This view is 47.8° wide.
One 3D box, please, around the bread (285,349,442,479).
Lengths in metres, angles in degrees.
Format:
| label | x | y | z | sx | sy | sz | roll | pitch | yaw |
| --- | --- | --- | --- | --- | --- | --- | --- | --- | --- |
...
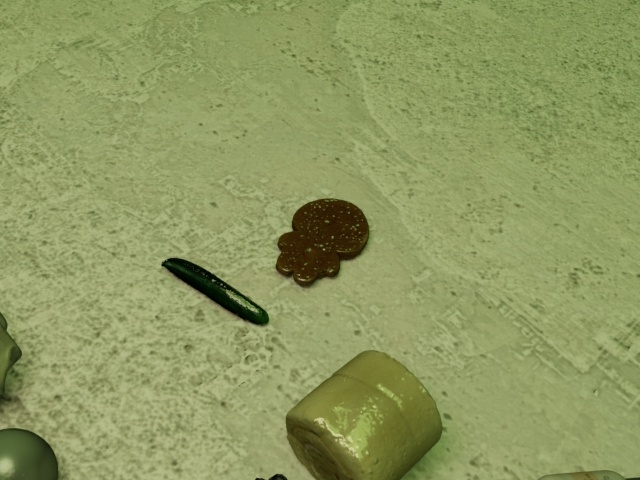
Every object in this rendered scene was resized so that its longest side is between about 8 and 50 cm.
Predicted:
| label | x | y | z | sx | sy | sz | roll | pitch | yaw |
| --- | --- | --- | --- | --- | --- | --- | --- | --- | --- |
| bread | 0.050 | 0.226 | 0.871 | 0.141 | 0.134 | 0.148 | -35 | 49 | -28 |

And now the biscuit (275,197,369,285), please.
| label | x | y | z | sx | sy | sz | roll | pitch | yaw |
| --- | --- | --- | --- | --- | --- | --- | --- | --- | --- |
| biscuit | 0.000 | 0.000 | 1.110 | 0.124 | 0.026 | 0.175 | 30 | 55 | 19 |

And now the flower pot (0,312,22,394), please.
| label | x | y | z | sx | sy | sz | roll | pitch | yaw |
| --- | --- | --- | --- | --- | --- | --- | --- | --- | --- |
| flower pot | -0.526 | 0.200 | 0.804 | 0.254 | 0.164 | 0.367 | 6 | 51 | 15 |

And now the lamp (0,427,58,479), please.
| label | x | y | z | sx | sy | sz | roll | pitch | yaw |
| --- | --- | --- | --- | --- | --- | --- | --- | --- | --- |
| lamp | -0.354 | 0.267 | 0.823 | 0.105 | 0.105 | 0.105 | 2 | 52 | -3 |

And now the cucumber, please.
| label | x | y | z | sx | sy | sz | roll | pitch | yaw |
| --- | --- | --- | --- | --- | --- | --- | --- | --- | --- |
| cucumber | -0.150 | 0.069 | 1.038 | 0.184 | 0.036 | 0.033 | 31 | 46 | 17 |

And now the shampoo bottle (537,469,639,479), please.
| label | x | y | z | sx | sy | sz | roll | pitch | yaw |
| --- | --- | --- | --- | --- | --- | --- | --- | --- | --- |
| shampoo bottle | 0.354 | 0.313 | 0.866 | 0.192 | 0.074 | 0.074 | -2 | 52 | -7 |

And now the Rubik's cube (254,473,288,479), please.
| label | x | y | z | sx | sy | sz | roll | pitch | yaw |
| --- | --- | --- | --- | --- | --- | --- | --- | --- | --- |
| Rubik's cube | -0.072 | 0.433 | 0.586 | 0.310 | 0.307 | 0.305 | -32 | 63 | -24 |
